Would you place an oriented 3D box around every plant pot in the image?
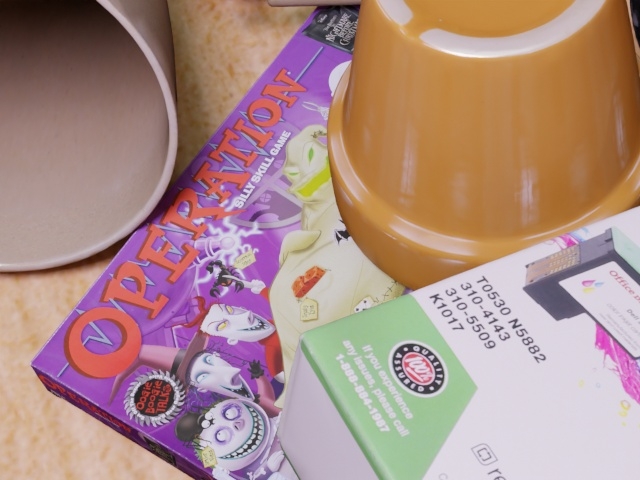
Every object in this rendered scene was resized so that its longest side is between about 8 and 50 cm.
[{"bbox_3d":[-0.207,-0.164,0.834,0.256,0.256,0.274,-3,42,6],"label":"plant pot"},{"bbox_3d":[0.098,-0.094,0.704,0.205,0.188,0.205,-4,59,6],"label":"plant pot"}]

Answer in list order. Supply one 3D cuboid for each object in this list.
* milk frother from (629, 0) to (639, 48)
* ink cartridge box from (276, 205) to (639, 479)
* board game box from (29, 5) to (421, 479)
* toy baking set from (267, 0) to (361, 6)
[{"bbox_3d":[0.299,-0.132,0.817,0.134,0.129,0.143,-18,101,-2],"label":"milk frother"},{"bbox_3d":[0.148,0.106,0.631,0.278,0.117,0.201,-19,58,-23],"label":"ink cartridge box"},{"bbox_3d":[0.000,0.000,0.799,0.208,0.056,0.347,24,65,25],"label":"board game box"},{"bbox_3d":[0.026,-0.233,0.915,0.256,0.030,0.197,2,42,7],"label":"toy baking set"}]
